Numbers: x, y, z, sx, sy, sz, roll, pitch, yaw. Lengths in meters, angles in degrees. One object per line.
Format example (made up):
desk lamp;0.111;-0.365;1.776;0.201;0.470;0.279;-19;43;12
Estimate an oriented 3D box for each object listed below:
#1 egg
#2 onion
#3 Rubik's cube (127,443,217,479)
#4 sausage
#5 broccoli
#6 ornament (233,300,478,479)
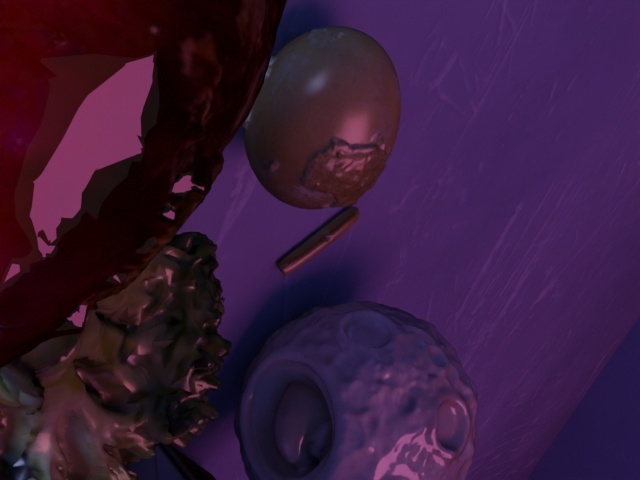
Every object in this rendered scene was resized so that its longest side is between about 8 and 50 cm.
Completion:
egg;0.004;-0.123;1.241;0.164;0.164;0.201;-17;139;-45
onion;-0.234;-0.151;0.674;0.398;0.420;0.398;-57;-174;10
Rubik's cube;-0.211;0.446;1.688;0.231;0.221;0.224;-41;154;-6
sausage;0.000;0.000;1.577;0.132;0.024;0.024;-37;154;-14
broccoli;-0.244;0.062;0.961;0.334;0.324;0.272;-47;157;-20
ornament;0.057;0.249;1.668;0.337;0.337;0.337;-35;153;-21
